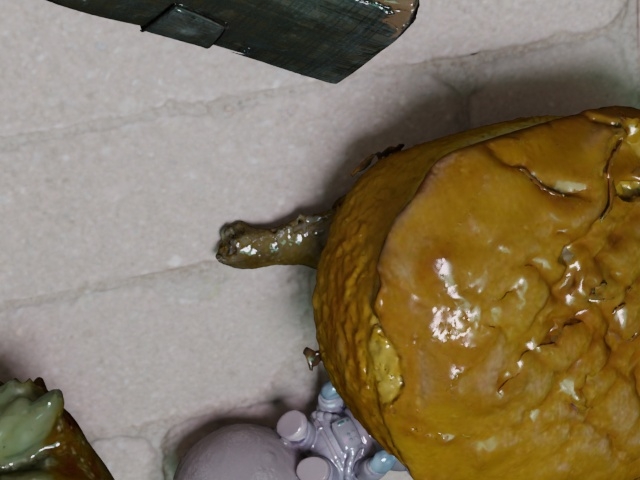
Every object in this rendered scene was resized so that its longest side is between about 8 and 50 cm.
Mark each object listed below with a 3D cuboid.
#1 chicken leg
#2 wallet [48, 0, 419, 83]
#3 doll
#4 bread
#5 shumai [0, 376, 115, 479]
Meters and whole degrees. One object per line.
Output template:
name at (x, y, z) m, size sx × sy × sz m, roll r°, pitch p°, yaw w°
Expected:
chicken leg at (0.000, 0.002, 1.727) m, size 0.198 × 0.069 × 0.085 m, roll -6°, pitch 118°, yaw -5°
wallet at (-0.090, -0.210, 1.537) m, size 0.317 × 0.044 × 0.169 m, roll 15°, pitch 155°, yaw -22°
doll at (0.002, 0.213, 1.815) m, size 0.287 × 0.151 × 0.151 m, roll -25°, pitch 123°, yaw -8°
bread at (0.192, 0.060, 1.669) m, size 0.398 × 0.215 × 0.398 m, roll -8°, pitch 105°, yaw -32°
shumai at (-0.334, 0.272, 1.637) m, size 0.323 × 0.397 × 0.324 m, roll -33°, pitch 128°, yaw -16°
